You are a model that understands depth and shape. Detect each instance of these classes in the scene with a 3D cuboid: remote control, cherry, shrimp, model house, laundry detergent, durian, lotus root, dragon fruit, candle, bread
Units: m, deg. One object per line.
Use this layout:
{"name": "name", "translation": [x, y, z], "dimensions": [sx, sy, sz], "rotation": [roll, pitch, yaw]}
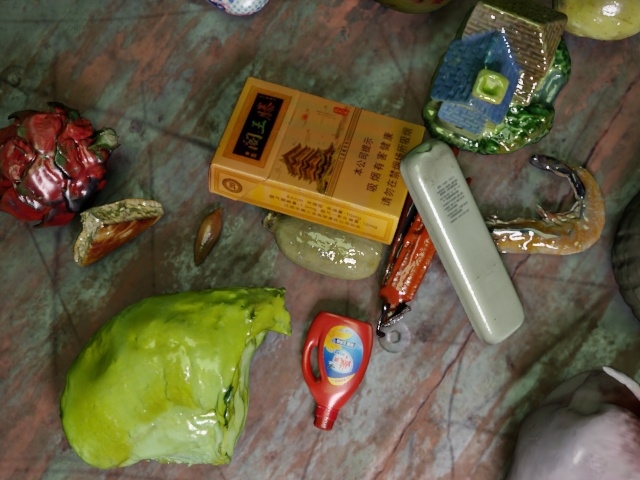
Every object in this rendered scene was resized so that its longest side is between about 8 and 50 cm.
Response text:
{"name": "remote control", "translation": [0.205, 0.003, 1.553], "dimensions": [0.090, 0.038, 0.310], "rotation": [-35, 106, -27]}
{"name": "cherry", "translation": [0.375, 0.336, 1.442], "dimensions": [0.335, 0.291, 0.326], "rotation": [-43, 48, 36]}
{"name": "shrimp", "translation": [0.304, -0.052, 1.607], "dimensions": [0.219, 0.046, 0.152], "rotation": [-3, 83, 3]}
{"name": "model house", "translation": [0.257, -0.234, 1.561], "dimensions": [0.195, 0.189, 0.214], "rotation": [26, 84, 7]}
{"name": "laundry detergent", "translation": [0.016, 0.189, 1.590], "dimensions": [0.097, 0.049, 0.165], "rotation": [14, 85, 11]}
{"name": "durian", "translation": [-0.207, 0.193, 1.524], "dimensions": [0.339, 0.204, 0.256], "rotation": [-3, 95, 3]}
{"name": "lotus root", "translation": [0.000, 0.000, 1.596], "dimensions": [0.183, 0.077, 0.090], "rotation": [21, 84, 3]}
{"name": "dragon fruit", "translation": [-0.393, -0.104, 1.582], "dimensions": [0.182, 0.188, 0.182], "rotation": [12, 63, -24]}
{"name": "candle", "translation": [0.137, -0.001, 1.603], "dimensions": [0.084, 0.059, 0.302], "rotation": [21, 83, 16]}
{"name": "bread", "translation": [-0.288, -0.027, 1.596], "dimensions": [0.136, 0.154, 0.054], "rotation": [-23, 79, -27]}

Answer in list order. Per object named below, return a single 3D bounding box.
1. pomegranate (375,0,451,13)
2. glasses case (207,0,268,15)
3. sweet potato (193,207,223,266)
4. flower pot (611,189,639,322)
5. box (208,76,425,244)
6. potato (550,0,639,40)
{"name": "pomegranate", "translation": [0.101, -0.468, 1.573], "dimensions": [0.323, 0.290, 0.291], "rotation": [6, 83, 30]}
{"name": "glasses case", "translation": [-0.071, -0.488, 1.654], "dimensions": [0.125, 0.076, 0.327], "rotation": [31, 85, 6]}
{"name": "sweet potato", "translation": [-0.166, -0.006, 1.625], "dimensions": [0.034, 0.034, 0.095], "rotation": [19, 82, 4]}
{"name": "flower pot", "translation": [0.558, 0.032, 1.505], "dimensions": [0.301, 0.213, 0.302], "rotation": [0, 83, 3]}
{"name": "box", "translation": [-0.004, -0.115, 1.577], "dimensions": [0.274, 0.076, 0.174], "rotation": [17, 55, 4]}
{"name": "potato", "translation": [0.439, -0.395, 1.597], "dimensions": [0.169, 0.143, 0.248], "rotation": [30, 77, 9]}
